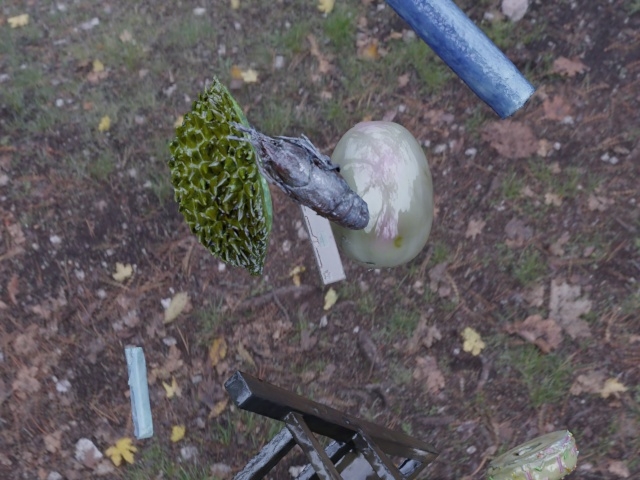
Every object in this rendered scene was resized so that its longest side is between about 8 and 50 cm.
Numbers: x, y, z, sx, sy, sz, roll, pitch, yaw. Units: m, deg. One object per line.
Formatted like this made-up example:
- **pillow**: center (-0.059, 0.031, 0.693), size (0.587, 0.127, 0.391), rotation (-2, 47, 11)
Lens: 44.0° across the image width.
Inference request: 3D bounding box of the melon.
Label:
- **melon**: center (0.122, -0.091, 1.643), size (0.223, 0.223, 0.317), rotation (-2, 86, -6)

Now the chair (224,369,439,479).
- **chair**: center (0.033, 0.311, 0.752), size (0.203, 0.416, 0.240), rotation (-47, 52, 7)

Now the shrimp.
- **shrimp**: center (-0.016, -0.062, 0.727), size (0.165, 0.065, 0.056), rotation (41, 99, -17)

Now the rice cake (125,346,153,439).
- **rice cake**: center (-0.361, 0.300, 1.559), size (0.042, 0.030, 0.180), rotation (-1, 77, -39)

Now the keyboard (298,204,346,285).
- **keyboard**: center (0.000, 0.000, 1.488), size (0.055, 0.017, 0.166), rotation (-15, 87, -34)

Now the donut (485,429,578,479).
- **donut**: center (0.373, 0.394, 1.384), size (0.174, 0.174, 0.068), rotation (-22, 81, -14)

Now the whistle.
- **whistle**: center (0.139, -0.273, 0.964), size (0.304, 0.062, 0.062), rotation (43, 67, -8)

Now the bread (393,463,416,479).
- **bread**: center (0.174, 0.518, 1.433), size (0.105, 0.076, 0.233), rotation (-20, 100, 3)

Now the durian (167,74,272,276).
- **durian**: center (-0.175, -0.097, 1.478), size (0.163, 0.394, 0.198), rotation (-14, 28, 6)
